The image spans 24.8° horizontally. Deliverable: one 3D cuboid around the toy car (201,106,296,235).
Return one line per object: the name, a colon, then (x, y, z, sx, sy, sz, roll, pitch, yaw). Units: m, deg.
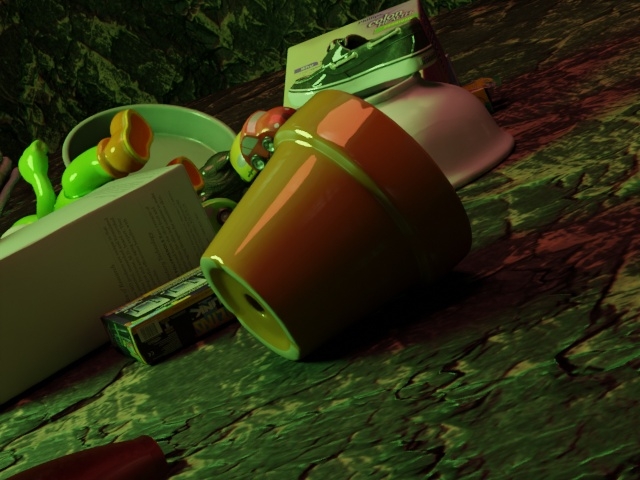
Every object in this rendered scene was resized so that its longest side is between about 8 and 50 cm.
toy car: (-0.117, -0.071, 1.891, 0.225, 0.053, 0.239, -59, 5, -7)

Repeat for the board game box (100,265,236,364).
board game box: (-0.142, 0.071, 1.589, 0.170, 0.048, 0.141, -27, 10, -18)

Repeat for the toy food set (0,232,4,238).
toy food set: (-0.556, 0.033, 2.386, 0.232, 0.111, 0.104, -16, 14, 41)

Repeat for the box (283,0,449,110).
box: (0.068, -0.208, 2.081, 0.213, 0.117, 0.243, -20, 34, 15)

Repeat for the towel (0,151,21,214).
towel: (-0.610, 0.030, 2.162, 0.320, 0.090, 0.374, -35, 19, 20)

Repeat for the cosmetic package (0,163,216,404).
cosmetic package: (-0.318, 0.054, 1.734, 0.365, 0.155, 0.197, -32, 14, -34)

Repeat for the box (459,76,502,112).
box: (0.186, -0.191, 2.144, 0.179, 0.043, 0.105, -24, 11, 11)

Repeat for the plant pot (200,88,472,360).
plant pot: (0.000, 0.000, 1.321, 0.188, 0.205, 0.205, -43, 18, -17)

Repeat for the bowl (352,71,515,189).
bowl: (0.084, -0.126, 1.831, 0.298, 0.134, 0.298, -22, 12, 5)

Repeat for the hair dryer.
hair dryer: (-0.168, 0.219, 0.987, 0.223, 0.080, 0.293, -5, 21, 10)

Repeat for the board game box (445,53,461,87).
board game box: (0.169, -0.226, 2.212, 0.090, 0.090, 0.020, -19, 12, 21)

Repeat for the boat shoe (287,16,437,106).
boat shoe: (0.044, -0.227, 1.845, 0.219, 0.070, 0.078, -16, 14, 34)

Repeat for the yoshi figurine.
yoshi figurine: (-0.342, -0.030, 2.047, 0.362, 0.203, 0.203, -37, -23, 20)

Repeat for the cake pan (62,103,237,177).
cake pan: (-0.270, -0.125, 2.364, 0.293, 0.054, 0.293, 3, 36, -2)

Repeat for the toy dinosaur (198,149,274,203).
toy dinosaur: (-0.114, -0.101, 2.133, 0.160, 0.121, 0.313, 0, 28, 47)
